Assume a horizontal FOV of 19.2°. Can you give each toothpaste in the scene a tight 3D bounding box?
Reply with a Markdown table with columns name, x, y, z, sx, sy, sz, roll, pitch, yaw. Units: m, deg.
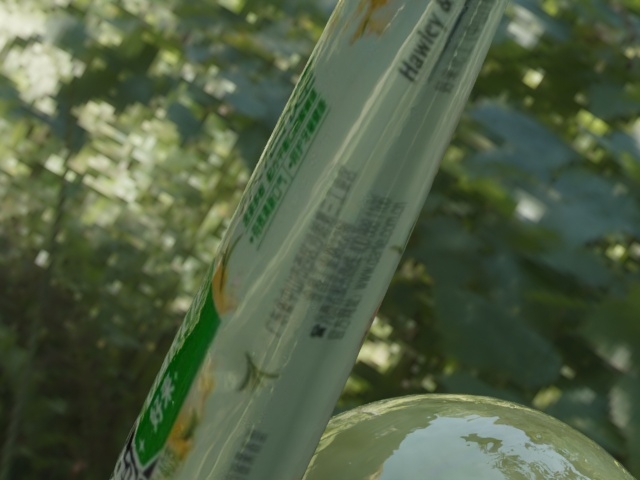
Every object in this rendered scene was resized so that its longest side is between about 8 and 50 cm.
| name | x | y | z | sx | sy | sz | roll | pitch | yaw |
| --- | --- | --- | --- | --- | --- | --- | --- | --- | --- |
| toothpaste | 0.000 | 0.000 | 0.513 | 0.058 | 0.314 | 0.056 | 35 | 26 | 24 |

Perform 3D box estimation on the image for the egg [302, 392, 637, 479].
| name | x | y | z | sx | sy | sz | roll | pitch | yaw |
| --- | --- | --- | --- | --- | --- | --- | --- | --- | --- |
| egg | 0.043 | 0.205 | 0.786 | 0.218 | 0.295 | 0.218 | 10 | 21 | -4 |
